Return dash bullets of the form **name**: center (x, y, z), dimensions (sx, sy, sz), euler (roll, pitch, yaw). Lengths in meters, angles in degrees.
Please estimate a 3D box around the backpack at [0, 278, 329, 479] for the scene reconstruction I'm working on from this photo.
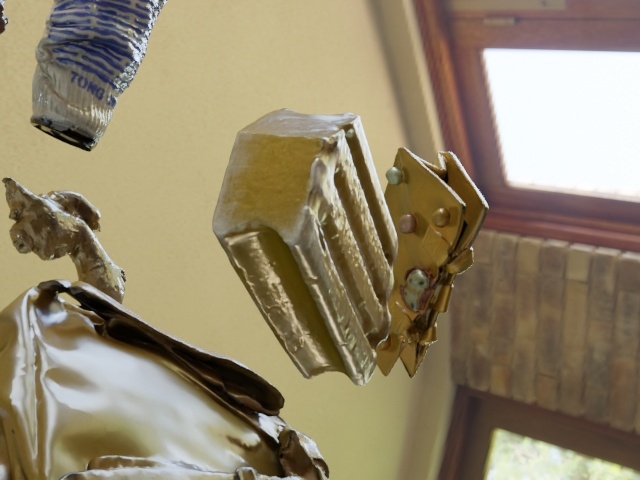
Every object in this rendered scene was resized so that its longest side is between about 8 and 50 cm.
- **backpack**: center (-0.157, 0.218, 0.824), dimensions (0.378, 0.353, 0.201), euler (30, -65, -27)

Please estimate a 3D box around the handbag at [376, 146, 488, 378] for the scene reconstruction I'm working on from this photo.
- **handbag**: center (0.174, 0.038, 1.813), dimensions (0.133, 0.283, 0.400), euler (8, -62, -27)

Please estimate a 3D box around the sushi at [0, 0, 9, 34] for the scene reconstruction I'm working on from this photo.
- **sushi**: center (-0.387, -0.219, 0.833), dimensions (0.107, 0.241, 0.161), euler (36, -133, -70)

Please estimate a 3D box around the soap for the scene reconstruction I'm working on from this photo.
- **soap**: center (0.000, 0.000, 0.694), dimensions (0.232, 0.073, 0.140), euler (66, -149, -56)

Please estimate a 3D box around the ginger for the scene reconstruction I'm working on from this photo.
- **ginger**: center (-0.339, 0.012, 1.241), dimensions (0.133, 0.059, 0.214), euler (-7, -114, -50)

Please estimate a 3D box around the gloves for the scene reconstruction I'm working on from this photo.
- **gloves**: center (-0.206, -0.194, 0.875), dimensions (0.119, 0.097, 0.229), euler (29, -119, -49)
